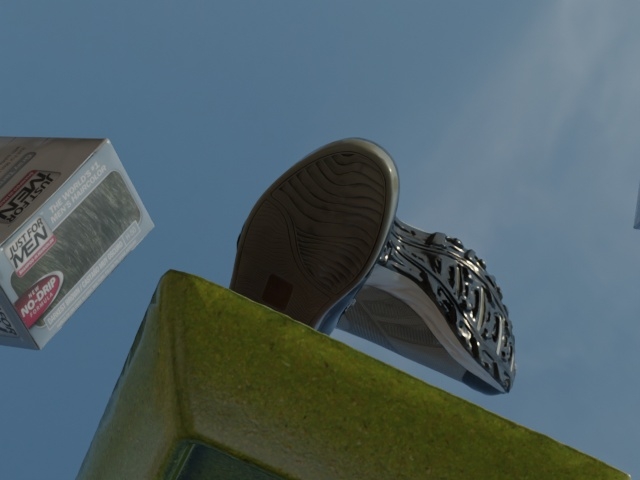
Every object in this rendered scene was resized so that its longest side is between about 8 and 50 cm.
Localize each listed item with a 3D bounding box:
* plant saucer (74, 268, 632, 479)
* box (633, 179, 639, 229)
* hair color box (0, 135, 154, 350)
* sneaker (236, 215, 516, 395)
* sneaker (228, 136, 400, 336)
[{"bbox_3d":[-0.005,0.120,0.640,0.188,0.188,0.045,25,-136,-3],"label":"plant saucer"},{"bbox_3d":[0.322,-0.030,1.223,0.159,0.233,0.044,8,-94,6],"label":"box"},{"bbox_3d":[-0.367,-0.008,1.622,0.374,0.113,0.185,4,-139,39],"label":"hair color box"},{"bbox_3d":[0.052,0.040,1.320,0.108,0.271,0.100,-36,-151,36],"label":"sneaker"},{"bbox_3d":[0.000,0.000,1.093,0.083,0.118,0.222,34,-52,4],"label":"sneaker"}]
